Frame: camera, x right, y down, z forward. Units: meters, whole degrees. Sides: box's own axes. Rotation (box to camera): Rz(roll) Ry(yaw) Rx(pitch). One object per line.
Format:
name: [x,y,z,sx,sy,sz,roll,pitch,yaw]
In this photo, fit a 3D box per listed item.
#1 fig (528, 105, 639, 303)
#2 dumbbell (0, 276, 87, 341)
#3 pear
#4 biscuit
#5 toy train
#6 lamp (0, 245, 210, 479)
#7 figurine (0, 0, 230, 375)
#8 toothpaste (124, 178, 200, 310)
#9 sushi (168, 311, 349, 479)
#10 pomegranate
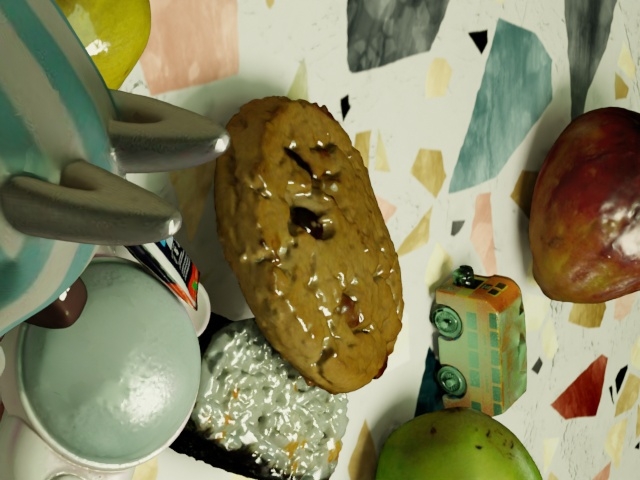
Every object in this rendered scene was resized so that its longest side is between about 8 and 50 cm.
fig: [0.375,-0.040,1.914,0.224,0.224,0.263,46,64,-49]
dumbbell: [-0.279,0.094,1.112,0.140,0.124,0.225,40,65,-26]
pear: [-0.201,-0.165,1.132,0.162,0.149,0.148,-71,151,-50]
biscuit: [0.001,-0.001,1.420,0.296,0.075,0.295,40,39,-44]
toy train: [0.189,0.123,1.800,0.072,0.099,0.188,-31,125,-45]
lamp: [-0.183,0.123,1.248,0.179,0.108,0.246,28,73,-29]
figurine: [-0.259,-0.019,0.905,0.266,0.378,0.361,21,81,-54]
toothpaste: [-0.163,-0.021,1.256,0.193,0.045,0.071,49,16,-24]
sushi: [-0.074,0.155,1.426,0.225,0.126,0.136,42,66,-49]
pomegranate: [0.163,0.263,1.739,0.241,0.190,0.159,-30,99,-45]
